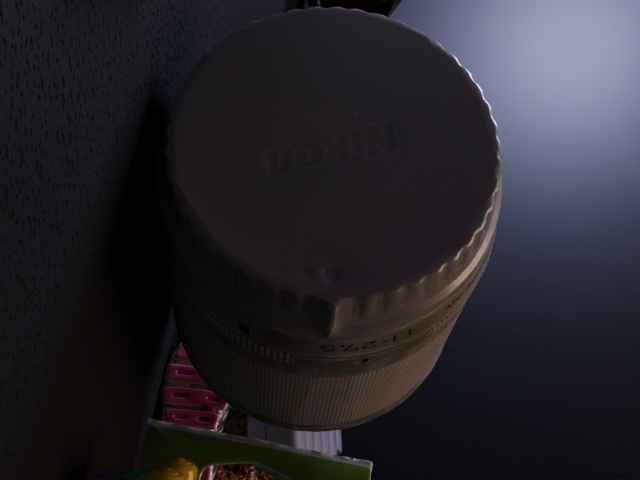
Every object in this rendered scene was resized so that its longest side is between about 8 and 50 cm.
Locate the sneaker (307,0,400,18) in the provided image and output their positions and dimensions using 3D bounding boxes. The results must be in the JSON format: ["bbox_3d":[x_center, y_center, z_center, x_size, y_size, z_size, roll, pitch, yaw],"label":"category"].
[{"bbox_3d":[0.076,-0.419,1.294,0.483,0.185,0.202,97,0,-57],"label":"sneaker"}]

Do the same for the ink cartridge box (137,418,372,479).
[{"bbox_3d":[-0.069,0.286,0.802,0.097,0.188,0.255,93,8,-74],"label":"ink cartridge box"}]

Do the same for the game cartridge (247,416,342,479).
[{"bbox_3d":[-0.032,0.060,1.027,0.230,0.068,0.355,51,33,-64],"label":"game cartridge"}]

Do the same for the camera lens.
[{"bbox_3d":[0.000,0.000,0.718,0.274,0.219,0.219,98,3,-65],"label":"camera lens"}]

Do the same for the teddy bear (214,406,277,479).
[{"bbox_3d":[-0.095,0.181,1.150,0.338,0.113,0.245,75,18,-69],"label":"teddy bear"}]

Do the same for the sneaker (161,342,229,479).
[{"bbox_3d":[-0.108,0.152,0.881,0.075,0.063,0.170,120,-19,-73],"label":"sneaker"}]

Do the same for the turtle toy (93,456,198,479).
[{"bbox_3d":[-0.114,0.173,0.613,0.130,0.066,0.095,90,11,-85],"label":"turtle toy"}]
